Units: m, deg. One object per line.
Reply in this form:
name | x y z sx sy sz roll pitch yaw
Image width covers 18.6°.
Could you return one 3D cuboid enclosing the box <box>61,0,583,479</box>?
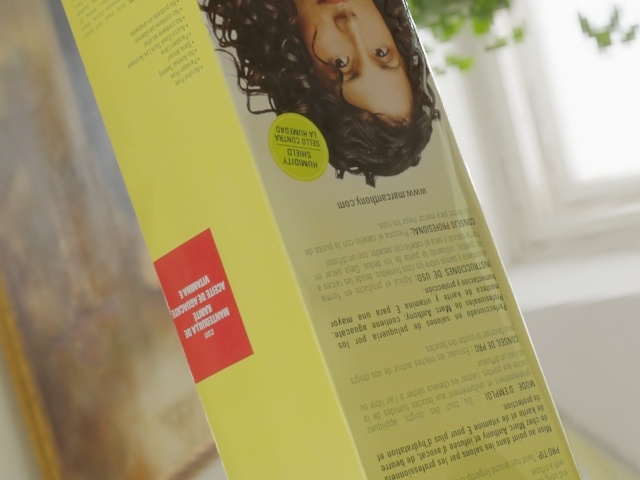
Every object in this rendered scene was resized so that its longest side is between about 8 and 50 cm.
box | 0.000 0.000 0.547 0.087 0.232 0.058 -12 169 -44
